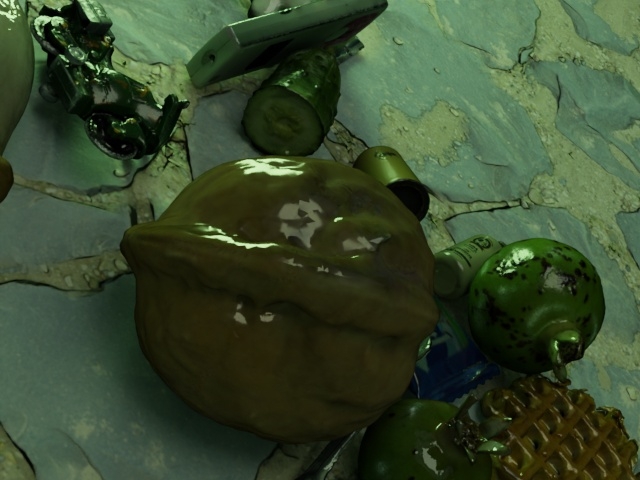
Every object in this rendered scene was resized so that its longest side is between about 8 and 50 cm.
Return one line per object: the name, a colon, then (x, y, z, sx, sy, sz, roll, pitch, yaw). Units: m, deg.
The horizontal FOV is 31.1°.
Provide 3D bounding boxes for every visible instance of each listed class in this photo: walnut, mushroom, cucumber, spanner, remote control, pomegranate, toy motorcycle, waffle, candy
walnut: (-0.044, 0.074, 1.425, 0.383, 0.383, 0.383, 18, 50, -24)
mushroom: (-0.434, -0.193, 1.479, 0.128, 0.128, 0.350, 15, 54, -26)
cucumber: (-0.025, -0.238, 1.798, 0.134, 0.134, 0.244, 37, 42, -8)
spanner: (0.054, 0.232, 1.504, 0.302, 0.071, 0.017, -48, 111, -29)
remote control: (-0.046, -0.326, 1.817, 0.344, 0.145, 0.050, -25, 86, -40)
pomegranate: (0.330, 0.113, 1.706, 0.211, 0.211, 0.263, 15, 26, -26)
toy motorcycle: (-0.291, -0.217, 1.594, 0.187, 0.125, 0.275, -4, 56, -52)
waffle: (0.358, 0.332, 1.694, 0.325, 0.068, 0.302, 17, 51, -26)
pomegranate: (0.152, 0.277, 1.478, 0.181, 0.224, 0.181, 20, 49, -25)
candy: (0.104, 0.102, 1.675, 0.187, 0.077, 0.331, -24, 70, -45)

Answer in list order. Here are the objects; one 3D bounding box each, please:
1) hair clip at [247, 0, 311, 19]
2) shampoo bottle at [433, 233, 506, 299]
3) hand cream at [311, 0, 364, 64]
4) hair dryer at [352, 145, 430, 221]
hair clip: (-0.111, -0.459, 1.922, 0.146, 0.075, 0.257, -41, 89, -8)
shampoo bottle: (0.243, 0.035, 1.819, 0.162, 0.079, 0.079, -22, 73, -42)
hand cream: (-0.020, -0.409, 1.985, 0.235, 0.055, 0.086, 52, 50, -3)
hair dryer: (0.016, -0.088, 1.743, 0.278, 0.090, 0.135, 2, 30, -19)
